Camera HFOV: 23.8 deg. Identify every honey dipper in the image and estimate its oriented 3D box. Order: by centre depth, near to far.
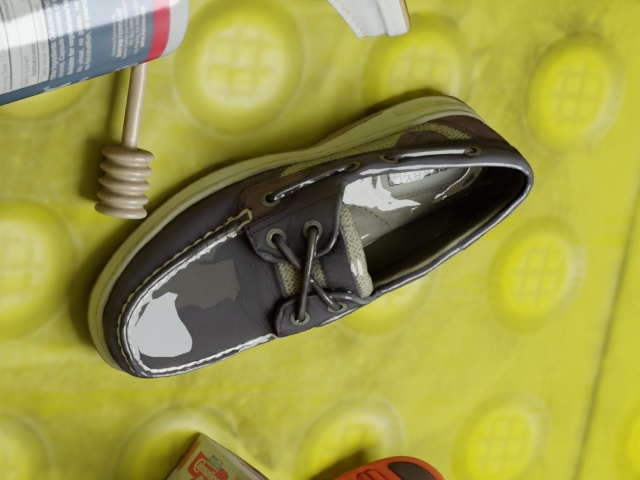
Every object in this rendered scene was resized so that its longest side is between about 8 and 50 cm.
[{"bbox_3d":[-0.100,-0.093,0.848,0.030,0.030,0.160,4,101,-32],"label":"honey dipper"}]

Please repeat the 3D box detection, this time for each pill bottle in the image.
[{"bbox_3d":[-0.167,-0.120,0.749,0.180,0.108,0.108,-20,116,-23],"label":"pill bottle"}]

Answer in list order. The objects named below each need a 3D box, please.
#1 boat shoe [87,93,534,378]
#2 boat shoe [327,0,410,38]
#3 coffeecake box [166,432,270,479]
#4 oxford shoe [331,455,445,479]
[{"bbox_3d":[0.000,0.000,0.899,0.285,0.092,0.102,-26,118,-21],"label":"boat shoe"},{"bbox_3d":[-0.044,-0.202,0.812,0.096,0.098,0.277,-31,128,10],"label":"boat shoe"},{"bbox_3d":[-0.075,0.230,0.905,0.068,0.142,0.185,40,85,-35],"label":"coffeecake box"},{"bbox_3d":[-0.012,0.255,0.998,0.271,0.097,0.098,-45,144,-5],"label":"oxford shoe"}]
